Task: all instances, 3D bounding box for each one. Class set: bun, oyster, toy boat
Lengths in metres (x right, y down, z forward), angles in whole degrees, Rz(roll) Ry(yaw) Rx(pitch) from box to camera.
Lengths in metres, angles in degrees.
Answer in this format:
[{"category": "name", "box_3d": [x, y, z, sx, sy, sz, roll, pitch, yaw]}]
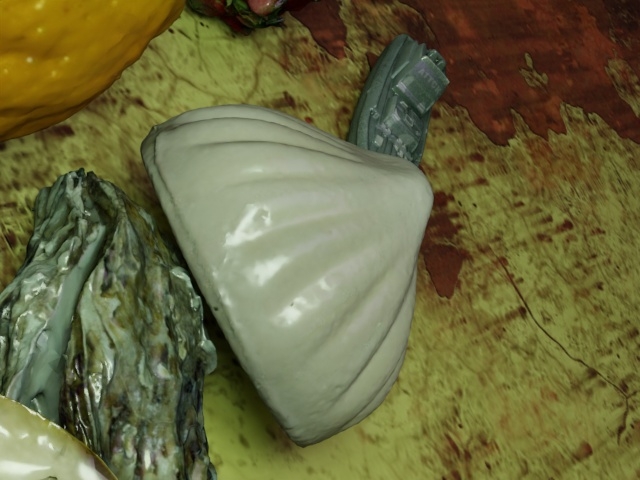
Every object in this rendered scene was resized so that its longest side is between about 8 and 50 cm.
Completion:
[{"category": "bun", "box_3d": [0.000, 0.000, 1.084, 0.263, 0.175, 0.263, 62, 2, -4]}, {"category": "oyster", "box_3d": [-0.144, 0.084, 0.955, 0.162, 0.158, 0.351, 86, -7, -49]}, {"category": "toy boat", "box_3d": [0.074, -0.117, 1.456, 0.078, 0.085, 0.260, 45, 34, -20]}]

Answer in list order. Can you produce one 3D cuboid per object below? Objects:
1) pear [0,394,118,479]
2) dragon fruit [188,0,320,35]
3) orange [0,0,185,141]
[{"category": "pear", "box_3d": [-0.205, 0.180, 0.733, 0.267, 0.267, 0.178, 55, -6, -3]}, {"category": "dragon fruit", "box_3d": [-0.039, -0.283, 1.392, 0.269, 0.198, 0.200, -1, 98, -83]}, {"category": "orange", "box_3d": [-0.218, -0.211, 0.903, 0.293, 0.340, 0.341, 41, 35, -23]}]
